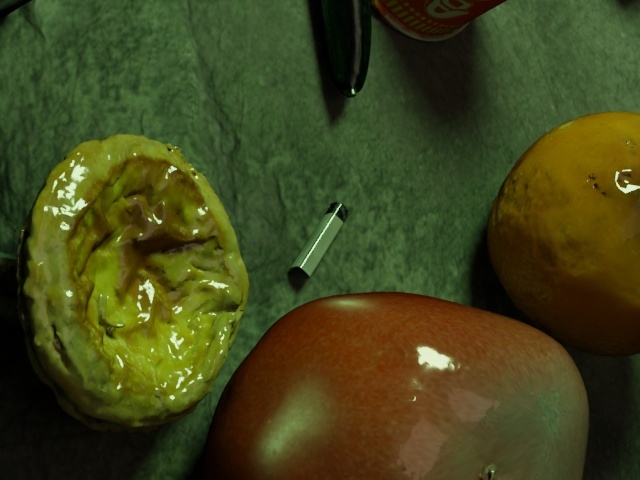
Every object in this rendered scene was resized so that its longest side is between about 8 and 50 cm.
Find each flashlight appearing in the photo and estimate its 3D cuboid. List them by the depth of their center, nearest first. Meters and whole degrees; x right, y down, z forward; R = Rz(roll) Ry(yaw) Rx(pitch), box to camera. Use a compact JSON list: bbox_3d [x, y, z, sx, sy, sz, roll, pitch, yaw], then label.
[{"bbox_3d":[0.000,0.000,1.336,0.018,0.018,0.083,46,57,-22],"label":"flashlight"}]

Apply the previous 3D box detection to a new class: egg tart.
[{"bbox_3d":[-0.158,0.036,1.135,0.241,0.106,0.241,13,73,-49],"label":"egg tart"}]

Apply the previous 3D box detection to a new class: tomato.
[{"bbox_3d":[0.075,0.202,1.197,0.341,0.273,0.341,8,76,-38],"label":"tomato"}]

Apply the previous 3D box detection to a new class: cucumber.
[{"bbox_3d":[0.022,-0.275,1.374,0.056,0.056,0.284,3,86,-39],"label":"cucumber"}]

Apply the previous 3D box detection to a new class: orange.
[{"bbox_3d":[0.294,-0.006,1.437,0.246,0.246,0.246,8,77,-38],"label":"orange"}]

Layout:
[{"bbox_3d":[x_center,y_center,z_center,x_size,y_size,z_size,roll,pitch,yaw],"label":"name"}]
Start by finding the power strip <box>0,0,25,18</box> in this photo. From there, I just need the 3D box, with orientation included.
[{"bbox_3d":[-0.314,-0.164,1.055,0.257,0.105,0.070,-37,104,-37],"label":"power strip"}]

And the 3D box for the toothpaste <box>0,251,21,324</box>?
[{"bbox_3d":[-0.269,0.024,1.105,0.216,0.037,0.061,25,67,-40],"label":"toothpaste"}]

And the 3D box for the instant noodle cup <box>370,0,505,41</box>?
[{"bbox_3d":[0.160,-0.307,1.395,0.193,0.212,0.193,8,77,-37],"label":"instant noodle cup"}]
